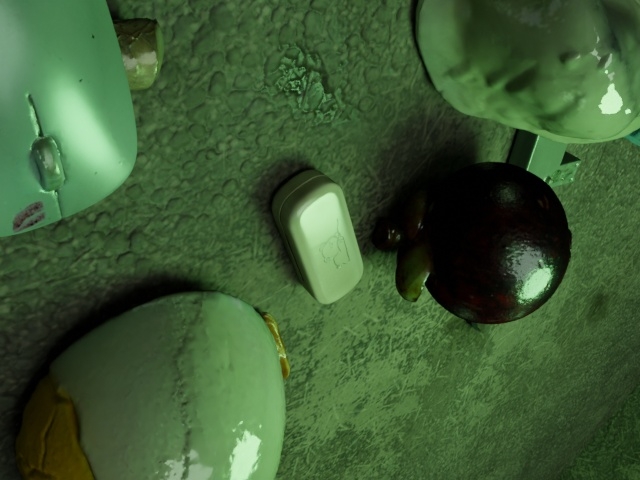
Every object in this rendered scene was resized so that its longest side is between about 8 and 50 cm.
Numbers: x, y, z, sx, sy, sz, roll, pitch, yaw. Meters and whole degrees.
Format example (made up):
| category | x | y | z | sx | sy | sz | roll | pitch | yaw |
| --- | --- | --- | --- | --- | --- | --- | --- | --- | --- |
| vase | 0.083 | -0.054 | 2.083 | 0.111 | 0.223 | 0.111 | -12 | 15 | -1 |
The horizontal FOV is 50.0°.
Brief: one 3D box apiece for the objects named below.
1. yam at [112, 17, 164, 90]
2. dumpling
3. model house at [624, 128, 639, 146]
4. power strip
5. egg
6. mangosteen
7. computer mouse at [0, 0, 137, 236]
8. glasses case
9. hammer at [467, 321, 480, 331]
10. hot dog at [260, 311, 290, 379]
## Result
| category | x | y | z | sx | sy | sz | roll | pitch | yaw |
| --- | --- | --- | --- | --- | --- | --- | --- | --- | --- |
| yam | -0.255 | -0.117 | 0.494 | 0.299 | 0.066 | 0.066 | -21 | 134 | -30 |
| dumpling | 0.240 | -0.203 | 0.772 | 0.242 | 0.187 | 0.318 | -18 | 123 | 24 |
| model house | 0.398 | -0.283 | 0.896 | 0.261 | 0.241 | 0.226 | 105 | 12 | -44 |
| power strip | 0.356 | -0.104 | 1.090 | 0.145 | 0.061 | 0.216 | -17 | 132 | -33 |
| egg | -0.158 | 0.240 | 0.758 | 0.337 | 0.201 | 0.337 | -21 | 137 | -21 |
| mangosteen | 0.203 | 0.002 | 0.936 | 0.265 | 0.228 | 0.228 | 3 | 129 | 3 |
| computer mouse | -0.209 | -0.142 | 0.426 | 0.159 | 0.097 | 0.288 | -28 | 114 | -31 |
| glasses case | 0.000 | 0.000 | 0.844 | 0.083 | 0.050 | 0.196 | -39 | 140 | -16 |
| hammer | 0.353 | 0.112 | 1.297 | 0.201 | 0.021 | 0.078 | -23 | 135 | -28 |
| hot dog | -0.077 | 0.143 | 0.903 | 0.056 | 0.041 | 0.133 | -31 | 131 | -22 |
